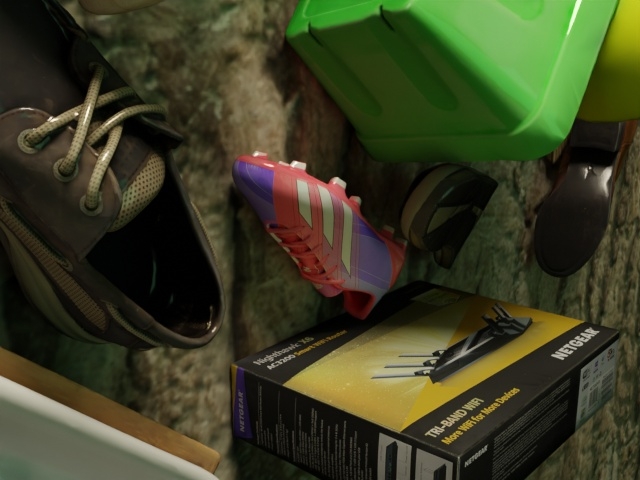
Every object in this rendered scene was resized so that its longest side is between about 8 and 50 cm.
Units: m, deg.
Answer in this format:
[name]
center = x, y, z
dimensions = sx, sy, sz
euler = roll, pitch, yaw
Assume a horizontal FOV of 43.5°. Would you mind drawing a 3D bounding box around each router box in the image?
[router box]
center = 0.108, 0.136, 0.768
dimensions = 0.309, 0.243, 0.080
euler = -19, 115, -47

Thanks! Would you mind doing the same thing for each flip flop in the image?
[flip flop]
center = 0.118, -0.035, 0.830
dimensions = 0.112, 0.080, 0.277
euler = -61, 162, 7

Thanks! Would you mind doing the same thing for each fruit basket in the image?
[fruit basket]
center = 0.205, -0.225, 0.746
dimensions = 0.392, 0.283, 0.391
euler = -4, 97, -36

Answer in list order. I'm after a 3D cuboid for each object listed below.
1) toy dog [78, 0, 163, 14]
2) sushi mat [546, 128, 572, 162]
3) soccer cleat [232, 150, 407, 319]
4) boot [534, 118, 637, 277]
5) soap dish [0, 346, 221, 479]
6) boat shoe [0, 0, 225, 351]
[toy dog]
center = -0.044, -0.269, 0.448
dimensions = 0.220, 0.161, 0.333
euler = 62, 33, -54
[sushi mat]
center = 0.341, -0.271, 1.071
dimensions = 0.151, 0.019, 0.316
euler = -47, 142, -33
[soccer cleat]
center = 0.000, 0.000, 0.733
dimensions = 0.248, 0.083, 0.095
euler = 33, 80, -52
[boot]
center = 0.405, -0.090, 1.207
dimensions = 0.280, 0.096, 0.264
euler = -17, 114, -63
[soap dish]
center = -0.213, 0.189, 0.494
dimensions = 0.291, 0.118, 0.228
euler = 44, 66, -46
[boat shoe]
center = -0.140, -0.057, 0.461
dimensions = 0.132, 0.130, 0.355
euler = -63, 151, -29
